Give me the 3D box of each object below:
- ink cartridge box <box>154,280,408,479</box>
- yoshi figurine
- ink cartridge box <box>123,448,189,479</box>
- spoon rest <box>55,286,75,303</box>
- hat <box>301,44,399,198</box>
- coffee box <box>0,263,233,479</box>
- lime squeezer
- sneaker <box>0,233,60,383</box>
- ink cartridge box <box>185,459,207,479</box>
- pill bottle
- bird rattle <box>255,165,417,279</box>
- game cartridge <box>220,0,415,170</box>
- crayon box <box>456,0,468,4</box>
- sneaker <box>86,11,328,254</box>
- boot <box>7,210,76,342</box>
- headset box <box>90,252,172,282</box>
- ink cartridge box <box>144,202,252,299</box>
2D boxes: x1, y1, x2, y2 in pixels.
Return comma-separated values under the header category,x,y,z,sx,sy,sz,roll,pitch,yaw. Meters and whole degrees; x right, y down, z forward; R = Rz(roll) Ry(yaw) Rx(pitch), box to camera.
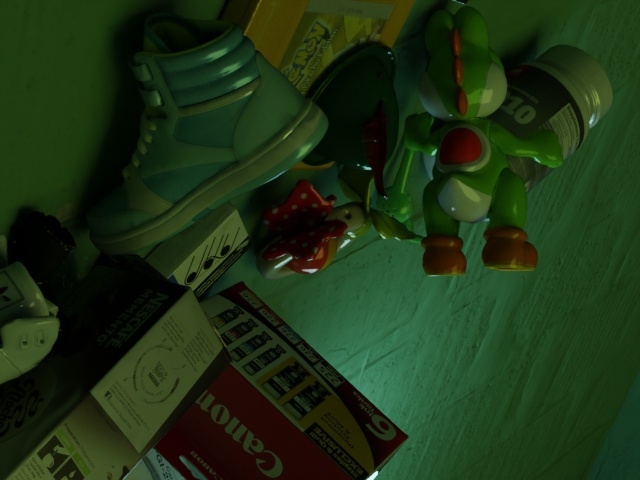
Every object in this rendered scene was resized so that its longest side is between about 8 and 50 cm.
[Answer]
category,x,y,z,sx,sy,sz,roll,pitch,yaw
ink cartridge box,-0.076,0.222,1.952,0.130,0.309,0.272,-51,171,21
yoshi figurine,0.209,-0.133,2.130,0.204,0.203,0.362,-3,87,-26
ink cartridge box,-0.257,0.277,1.910,0.092,0.158,0.218,-24,176,19
spoon rest,-0.327,0.156,1.777,0.276,0.084,0.137,-39,122,-35
hat,0.085,-0.115,1.905,0.208,0.183,0.173,-41,152,-23
coffee box,-0.260,0.173,1.667,0.297,0.168,0.119,-47,128,-29
lime squeezer,0.120,-0.053,2.340,0.310,0.059,0.110,82,19,-55
sneaker,-0.381,0.073,1.468,0.210,0.137,0.366,-35,159,-3
ink cartridge box,-0.108,0.357,2.364,0.306,0.131,0.226,-34,150,-32
pill bottle,0.303,-0.170,2.357,0.283,0.161,0.161,-40,152,-27
bird rattle,0.000,0.000,2.084,0.253,0.143,0.207,-30,172,-48
game cartridge,-0.030,-0.207,1.861,0.324,0.053,0.285,-9,131,-58
crayon box,0.161,-0.471,1.586,0.313,0.106,0.363,-90,-160,-60
sneaker,-0.169,-0.126,1.665,0.319,0.208,0.127,-29,-160,26
boot,-0.290,0.035,1.648,0.099,0.121,0.045,-55,158,19
headset box,-0.221,0.044,1.840,0.032,0.062,0.083,-59,154,14
ink cartridge box,-0.178,0.043,1.932,0.207,0.046,0.097,-45,153,-14
